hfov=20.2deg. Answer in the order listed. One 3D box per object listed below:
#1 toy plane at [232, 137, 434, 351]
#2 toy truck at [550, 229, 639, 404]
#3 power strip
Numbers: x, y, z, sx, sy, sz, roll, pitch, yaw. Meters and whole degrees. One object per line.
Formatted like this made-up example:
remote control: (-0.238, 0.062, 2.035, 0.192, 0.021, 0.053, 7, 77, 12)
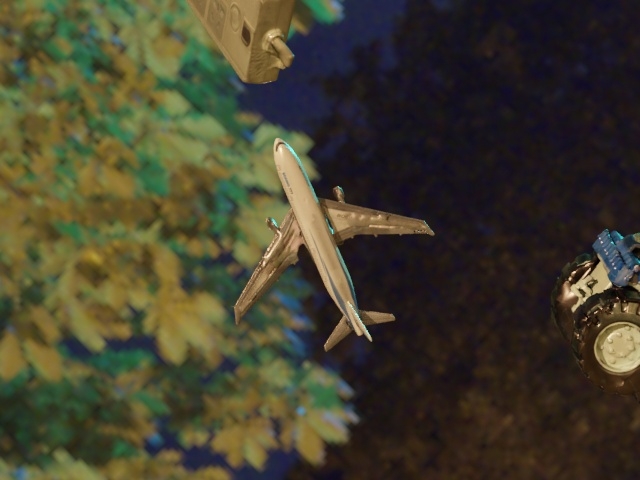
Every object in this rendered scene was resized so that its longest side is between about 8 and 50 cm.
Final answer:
toy plane: (0.000, 0.002, 1.833, 0.226, 0.226, 0.058, -24, -2, -10)
toy truck: (0.266, 0.077, 1.242, 0.126, 0.208, 0.113, -47, 14, 11)
power strip: (-0.042, -0.117, 0.806, 0.019, 0.136, 0.051, -5, -48, -28)
